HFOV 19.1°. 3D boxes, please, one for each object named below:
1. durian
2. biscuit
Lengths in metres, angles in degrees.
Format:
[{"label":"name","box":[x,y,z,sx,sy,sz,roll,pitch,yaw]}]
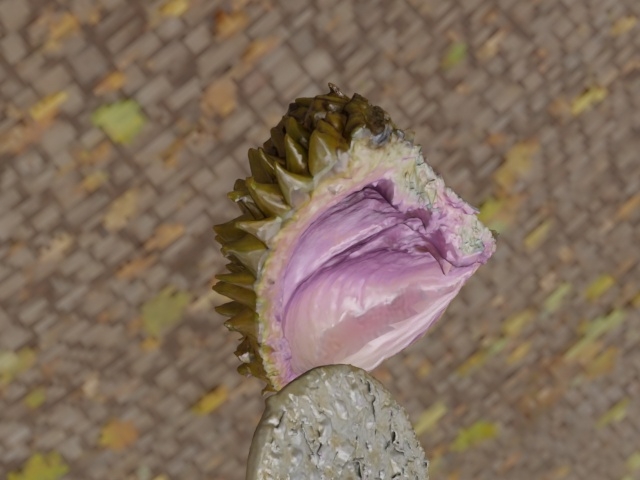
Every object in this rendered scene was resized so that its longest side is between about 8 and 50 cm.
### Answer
[{"label":"durian","box":[0.000,0.001,1.218,0.191,0.112,0.341,-38,159,7]},{"label":"biscuit","box":[0.011,0.140,1.009,0.020,0.152,0.152,-7,177,40]}]
